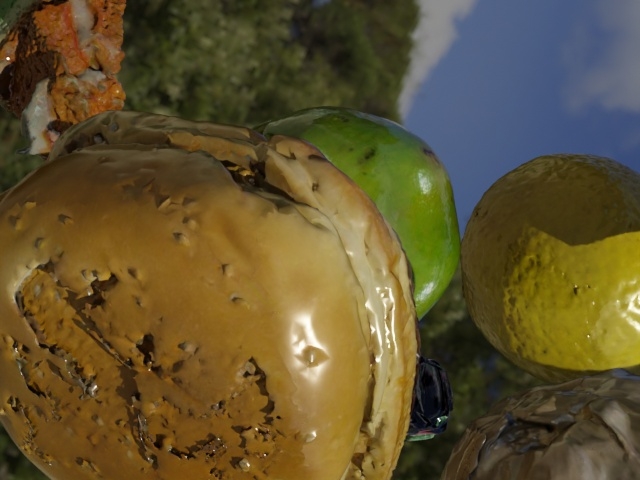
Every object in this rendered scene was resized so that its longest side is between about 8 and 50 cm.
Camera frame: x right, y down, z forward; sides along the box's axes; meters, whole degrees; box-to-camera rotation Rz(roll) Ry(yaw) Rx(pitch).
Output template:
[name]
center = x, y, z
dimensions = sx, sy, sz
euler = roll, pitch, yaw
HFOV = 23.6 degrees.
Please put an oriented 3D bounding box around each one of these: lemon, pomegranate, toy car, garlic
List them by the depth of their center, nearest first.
[garlic]
center = 0.182, 0.172, 1.040
dimensions = 0.228, 0.227, 0.152
euler = -130, -149, -72
[toy car]
center = 0.082, 0.127, 1.258
dimensions = 0.142, 0.055, 0.069
euler = 33, 50, -74
[pomegranate]
center = 0.000, 0.000, 1.338
dimensions = 0.236, 0.236, 0.302
euler = -61, 171, 18
[lemon]
center = 0.273, 0.034, 1.611
dimensions = 0.267, 0.267, 0.267
euler = -56, -161, 31

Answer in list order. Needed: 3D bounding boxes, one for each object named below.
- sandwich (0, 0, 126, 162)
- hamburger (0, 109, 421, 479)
[sandwich]
center = -0.240, -0.174, 1.414
dimensions = 0.185, 0.109, 0.160
euler = -57, -138, 18
[hamburger]
center = -0.085, 0.068, 1.025
dimensions = 0.174, 0.304, 0.284
euler = -40, 130, -48
